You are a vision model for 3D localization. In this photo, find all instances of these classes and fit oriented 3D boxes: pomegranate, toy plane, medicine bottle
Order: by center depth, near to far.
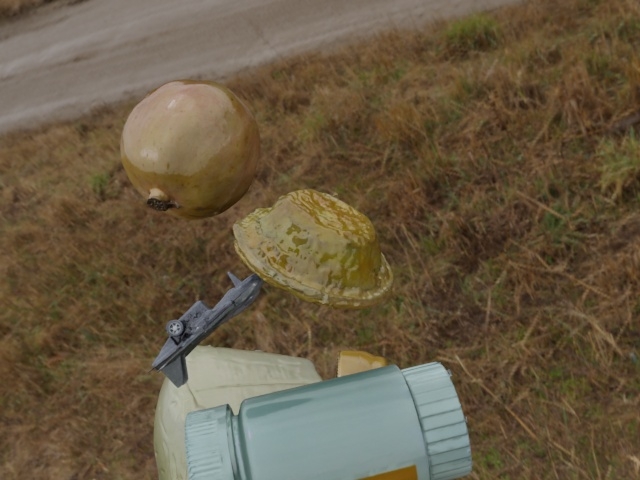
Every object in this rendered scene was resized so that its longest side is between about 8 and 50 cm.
[{"bbox_3d":[0.010,0.247,0.816,0.318,0.158,0.158,-12,40,-4],"label":"medicine bottle"},{"bbox_3d":[-0.169,-0.118,0.914,0.191,0.191,0.191,-19,42,18],"label":"pomegranate"},{"bbox_3d":[-0.198,0.134,1.215,0.267,0.088,0.212,-50,-3,-4],"label":"toy plane"}]

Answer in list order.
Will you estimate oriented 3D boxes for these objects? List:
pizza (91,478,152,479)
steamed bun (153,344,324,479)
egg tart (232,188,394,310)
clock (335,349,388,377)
[{"bbox_3d":[-0.351,0.655,1.596,0.440,0.406,0.130,21,104,57],"label":"pizza"},{"bbox_3d":[-0.168,0.436,1.445,0.456,0.371,0.289,-115,37,-60],"label":"steamed bun"},{"bbox_3d":[0.000,0.000,1.241,0.128,0.319,0.319,-68,30,27],"label":"egg tart"},{"bbox_3d":[0.108,0.424,1.781,0.200,0.317,0.244,-2,49,2],"label":"clock"}]
